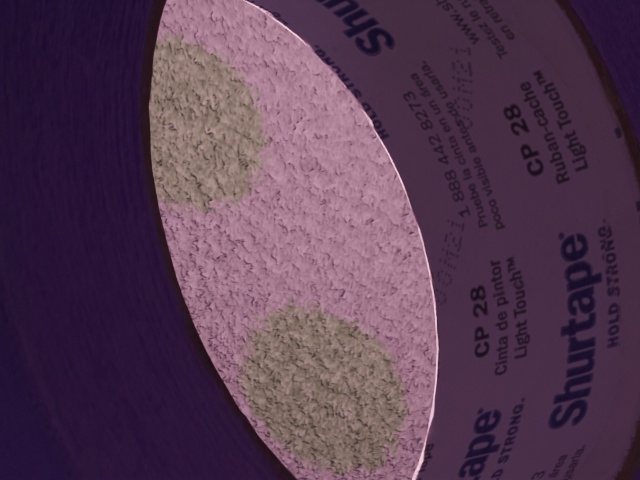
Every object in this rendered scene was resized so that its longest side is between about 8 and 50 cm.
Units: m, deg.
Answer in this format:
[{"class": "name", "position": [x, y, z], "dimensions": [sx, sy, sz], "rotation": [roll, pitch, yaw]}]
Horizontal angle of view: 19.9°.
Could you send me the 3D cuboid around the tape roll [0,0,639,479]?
[{"class": "tape roll", "position": [0.000, 0.000, 0.483], "dimensions": [0.090, 0.275, 0.275], "rotation": [-19, -168, 42]}]
